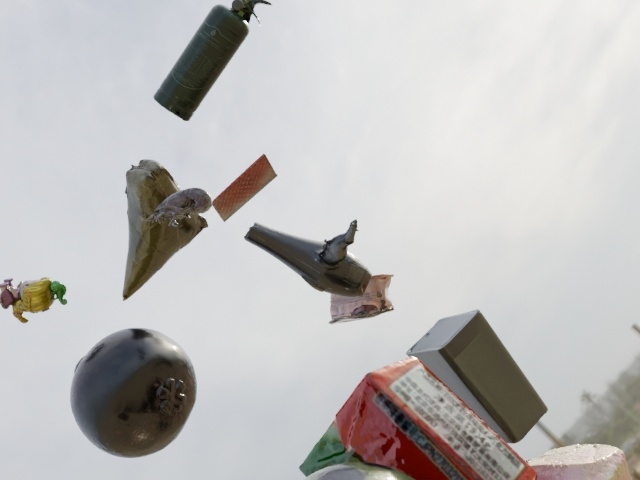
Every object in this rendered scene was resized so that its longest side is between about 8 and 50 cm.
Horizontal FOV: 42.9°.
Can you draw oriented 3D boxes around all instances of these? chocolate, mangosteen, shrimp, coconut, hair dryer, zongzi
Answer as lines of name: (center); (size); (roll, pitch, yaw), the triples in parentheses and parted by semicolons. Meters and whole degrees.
chocolate: (0.179, 0.433, 1.495); (0.161, 0.360, 0.341); (-30, -24, -45)
mangosteen: (-0.439, 0.335, 1.867); (0.297, 0.313, 0.297); (-34, -39, -34)
shrimp: (-0.298, -0.062, 1.678); (0.165, 0.065, 0.056); (-27, -6, 18)
coconut: (0.489, 0.524, 1.533); (0.233, 0.245, 0.233); (-11, -3, -1)
hair dryer: (0.000, 0.000, 1.758); (0.120, 0.303, 0.359); (-62, 3, -23)
zongzi: (-0.453, -0.024, 2.039); (0.300, 0.145, 0.274); (-51, -37, -17)

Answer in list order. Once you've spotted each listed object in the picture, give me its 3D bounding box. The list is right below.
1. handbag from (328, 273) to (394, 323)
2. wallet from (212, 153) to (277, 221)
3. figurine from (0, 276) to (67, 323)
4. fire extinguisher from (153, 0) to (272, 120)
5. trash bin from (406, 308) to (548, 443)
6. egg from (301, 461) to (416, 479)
handbag: (0.116, 0.162, 2.286); (0.179, 0.117, 0.205); (-4, -9, -44)
wallet: (-0.204, -0.140, 2.183); (0.196, 0.020, 0.103); (-43, -29, -8)
figurine: (-0.672, 0.142, 1.929); (0.156, 0.095, 0.115); (-7, -64, 3)
fire extinguisher: (-0.230, -0.401, 1.740); (0.311, 0.114, 0.095); (-54, -9, 12)
trash bin: (0.307, 0.272, 1.603); (0.122, 0.240, 0.164); (-40, 5, -23)
egg: (0.064, 0.547, 1.226); (0.344, 0.428, 0.345); (0, -45, 0)
